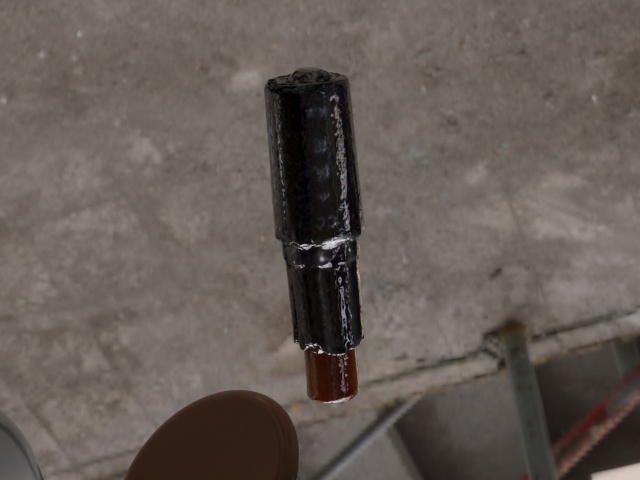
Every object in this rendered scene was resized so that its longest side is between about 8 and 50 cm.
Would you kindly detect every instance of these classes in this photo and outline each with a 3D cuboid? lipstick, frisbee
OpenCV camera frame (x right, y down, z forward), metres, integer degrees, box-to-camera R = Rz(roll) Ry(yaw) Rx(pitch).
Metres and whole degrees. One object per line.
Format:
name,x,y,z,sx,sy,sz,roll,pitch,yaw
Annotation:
lipstick,0.000,0.000,1.129,0.081,0.081,0.300,-5,109,2
frisbee,-0.133,0.274,1.446,0.250,0.251,0.021,-27,131,19

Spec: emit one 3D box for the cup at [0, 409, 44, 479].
cup,-0.301,0.104,0.623,0.317,0.212,0.212,35,125,4
